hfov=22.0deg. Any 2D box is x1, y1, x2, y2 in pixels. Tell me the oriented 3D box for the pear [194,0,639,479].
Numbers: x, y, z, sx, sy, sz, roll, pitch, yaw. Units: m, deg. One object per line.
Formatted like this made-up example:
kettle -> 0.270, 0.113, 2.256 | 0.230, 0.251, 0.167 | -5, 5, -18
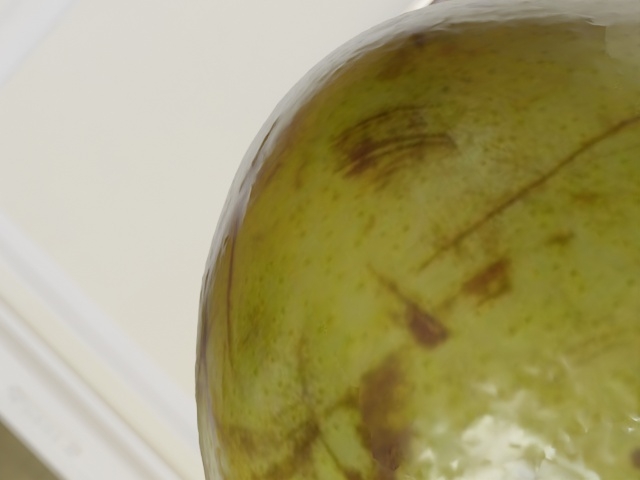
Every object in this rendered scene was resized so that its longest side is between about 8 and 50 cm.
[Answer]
pear -> 0.083, 0.047, 0.575 | 0.283, 0.283, 0.283 | -44, -177, 3
